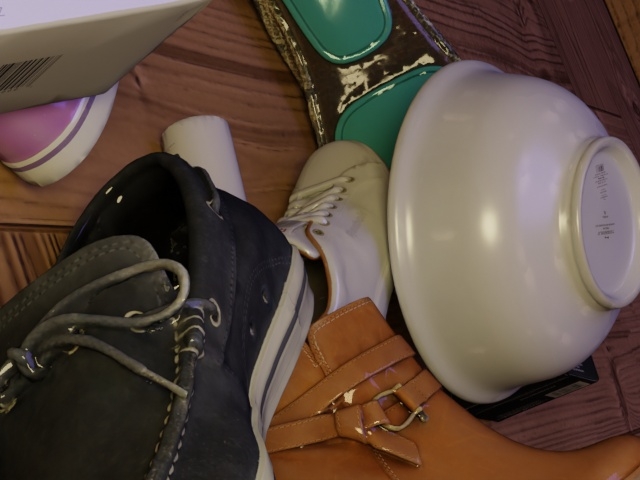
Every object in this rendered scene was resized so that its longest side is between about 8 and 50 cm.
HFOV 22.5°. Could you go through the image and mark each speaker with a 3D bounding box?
[{"bbox_3d":[-0.081,-0.024,1.204,0.055,0.055,0.136,26,44,-56],"label":"speaker"}]

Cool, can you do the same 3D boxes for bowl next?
[{"bbox_3d":[0.189,-0.011,1.354,0.298,0.134,0.298,7,82,-55],"label":"bowl"}]

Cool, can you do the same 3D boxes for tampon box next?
[{"bbox_3d":[0.177,0.079,1.569,0.101,0.120,0.161,20,50,-58],"label":"tampon box"}]

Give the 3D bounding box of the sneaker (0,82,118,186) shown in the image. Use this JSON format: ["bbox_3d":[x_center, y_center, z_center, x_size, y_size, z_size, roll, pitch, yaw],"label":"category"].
[{"bbox_3d":[-0.197,-0.186,1.062,0.161,0.102,0.282,45,30,-33],"label":"sneaker"}]

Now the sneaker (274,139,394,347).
[{"bbox_3d":[0.000,0.000,1.285,0.123,0.106,0.290,51,28,-36],"label":"sneaker"}]

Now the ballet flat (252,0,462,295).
[{"bbox_3d":[0.049,-0.154,1.516,0.483,0.164,0.182,63,3,0],"label":"ballet flat"}]

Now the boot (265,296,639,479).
[{"bbox_3d":[0.084,0.138,1.142,0.220,0.283,0.109,61,-15,20],"label":"boot"}]

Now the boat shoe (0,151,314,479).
[{"bbox_3d":[-0.115,0.093,0.867,0.156,0.187,0.500,52,21,-17],"label":"boat shoe"}]

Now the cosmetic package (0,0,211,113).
[{"bbox_3d":[-0.214,-0.190,0.878,0.224,0.138,0.224,-18,81,-41],"label":"cosmetic package"}]
